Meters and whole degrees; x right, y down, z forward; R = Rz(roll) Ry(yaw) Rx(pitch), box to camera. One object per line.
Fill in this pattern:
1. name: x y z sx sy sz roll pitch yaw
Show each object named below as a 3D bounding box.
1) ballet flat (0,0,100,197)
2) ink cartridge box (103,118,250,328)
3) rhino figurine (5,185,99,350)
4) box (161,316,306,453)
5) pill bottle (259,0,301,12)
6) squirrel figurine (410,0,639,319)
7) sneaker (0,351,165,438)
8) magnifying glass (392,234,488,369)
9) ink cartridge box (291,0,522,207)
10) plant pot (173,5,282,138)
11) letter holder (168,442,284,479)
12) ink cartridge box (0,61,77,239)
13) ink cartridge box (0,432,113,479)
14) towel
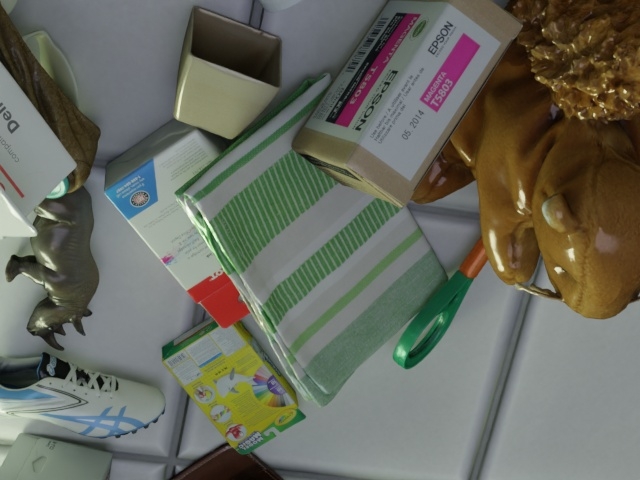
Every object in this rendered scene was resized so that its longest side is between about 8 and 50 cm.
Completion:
1. ballet flat: -0.345 -0.203 1.749 0.116 0.124 0.342 -9 128 39
2. ink cartridge box: -0.131 -0.024 1.884 0.134 0.078 0.231 -33 116 10
3. rhino figurine: -0.314 0.029 1.894 0.106 0.073 0.243 -2 118 -2
4. box: -0.105 0.179 2.010 0.105 0.043 0.179 -31 113 9
5. pill bottle: -0.074 -0.339 1.719 0.103 0.103 0.184 -29 116 8
6. squirrel figurine: 0.280 -0.119 1.719 0.281 0.370 0.397 9 115 -10
7. sneaker: -0.304 0.182 1.963 0.237 0.085 0.086 8 126 -11
8. magnifying glass: 0.163 0.060 1.970 0.026 0.092 0.231 40 101 21
9. ink cartridge box: 0.088 -0.164 1.739 0.088 0.193 0.235 35 86 -19
10. plant pot: -0.111 -0.179 1.799 0.109 0.109 0.096 19 124 -15
11. letter holder: -0.153 0.434 2.072 0.302 0.152 0.214 -40 112 13
12. ink cartridge box: -0.392 -0.116 1.660 0.119 0.353 0.207 -48 119 -25
13. ink cartridge box: -0.341 0.353 2.010 0.127 0.128 0.176 11 116 2
14. towel: 0.000 0.000 1.869 0.248 0.038 0.325 -43 118 -22
